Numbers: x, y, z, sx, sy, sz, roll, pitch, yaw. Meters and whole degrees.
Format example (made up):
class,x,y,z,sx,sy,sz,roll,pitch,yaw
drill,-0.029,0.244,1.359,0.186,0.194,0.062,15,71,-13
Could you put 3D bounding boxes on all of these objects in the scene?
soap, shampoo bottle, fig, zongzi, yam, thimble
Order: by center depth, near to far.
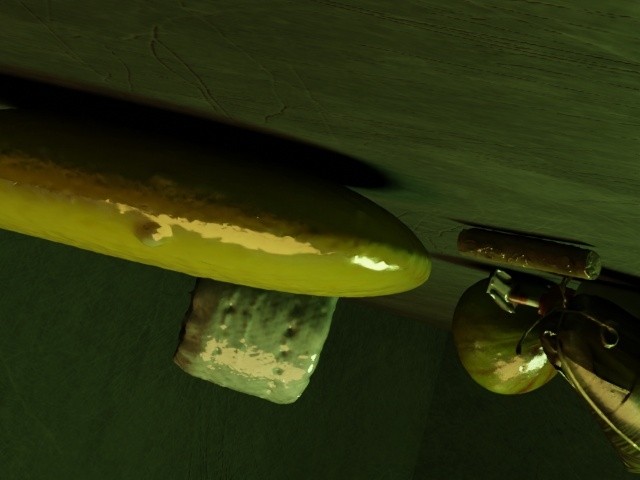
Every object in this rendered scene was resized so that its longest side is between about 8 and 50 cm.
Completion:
class,x,y,z,sx,sy,sz,roll,pitch,yaw
soap,-0.115,-0.031,1.475,0.427,0.115,0.306,13,172,8
yam,0.186,0.011,1.583,0.145,0.032,0.032,12,176,43
zongzi,0.287,0.157,1.819,0.248,0.111,0.241,30,147,-11
shampoo bottle,0.320,0.088,1.885,0.284,0.071,0.153,12,167,18
thimble,-0.070,0.064,2.013,0.157,0.217,0.245,19,-168,-5
fig,0.243,0.116,2.063,0.148,0.142,0.186,-12,-160,-20
